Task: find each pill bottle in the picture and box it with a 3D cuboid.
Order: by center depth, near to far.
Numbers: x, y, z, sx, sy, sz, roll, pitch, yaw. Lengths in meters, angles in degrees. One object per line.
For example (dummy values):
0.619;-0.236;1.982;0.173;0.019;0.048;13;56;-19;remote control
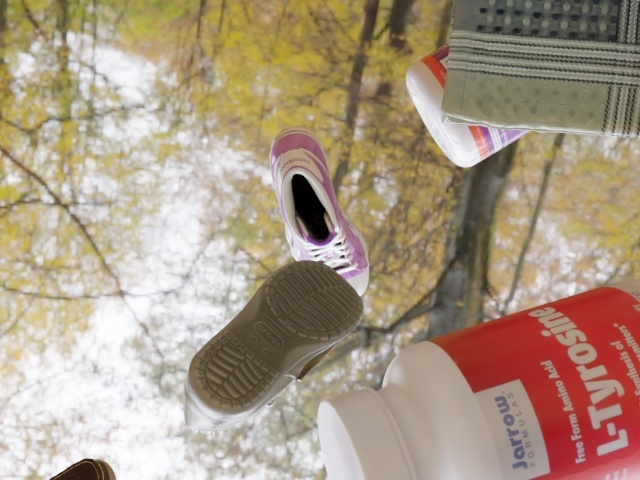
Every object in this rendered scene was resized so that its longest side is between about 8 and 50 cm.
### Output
0.215;0.200;1.078;0.407;0.229;0.229;-15;-151;-15;pill bottle
0.304;-0.261;1.480;0.322;0.182;0.181;-30;-153;2;pill bottle

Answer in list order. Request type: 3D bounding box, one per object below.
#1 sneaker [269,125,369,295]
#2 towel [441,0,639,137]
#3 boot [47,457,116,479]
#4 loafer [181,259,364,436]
-0.001;0.000;1.328;0.102;0.282;0.161;-22;-149;6;sneaker
0.281;-0.242;0.906;0.324;0.312;0.056;7;174;11;towel
-0.548;0.472;1.626;0.377;0.284;0.138;-38;-129;-4;boot
-0.051;0.099;0.927;0.094;0.087;0.251;47;-139;9;loafer
